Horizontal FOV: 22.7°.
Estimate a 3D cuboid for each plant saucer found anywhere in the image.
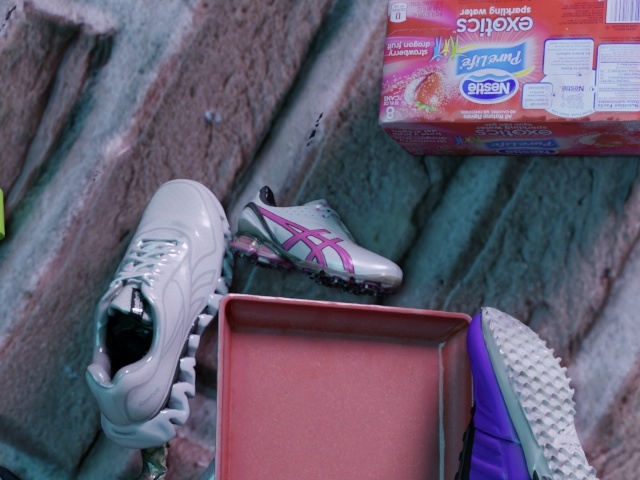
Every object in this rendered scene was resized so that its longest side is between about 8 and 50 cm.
[{"bbox_3d":[0.020,0.189,1.473,0.258,0.047,0.259,6,75,-21],"label":"plant saucer"}]

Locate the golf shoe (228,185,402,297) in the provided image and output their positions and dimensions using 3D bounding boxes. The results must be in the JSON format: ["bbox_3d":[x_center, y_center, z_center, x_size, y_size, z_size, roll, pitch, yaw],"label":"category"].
[{"bbox_3d":[0.000,0.000,1.577,0.186,0.067,0.086,18,82,22],"label":"golf shoe"}]

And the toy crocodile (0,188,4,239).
[{"bbox_3d":[-0.508,-0.003,1.713,0.340,0.105,0.115,-11,59,-7],"label":"toy crocodile"}]

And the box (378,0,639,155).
[{"bbox_3d":[0.194,-0.154,1.517,0.256,0.122,0.128,1,77,19],"label":"box"}]

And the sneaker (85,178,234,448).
[{"bbox_3d":[-0.161,0.053,1.570,0.110,0.118,0.292,-3,56,19],"label":"sneaker"}]

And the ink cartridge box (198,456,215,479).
[{"bbox_3d":[-0.043,0.213,1.526,0.099,0.056,0.135,36,90,-10],"label":"ink cartridge box"}]

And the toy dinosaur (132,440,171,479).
[{"bbox_3d":[-0.166,0.303,1.566,0.118,0.064,0.268,15,85,39],"label":"toy dinosaur"}]

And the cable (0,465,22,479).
[{"bbox_3d":[-0.320,0.323,1.617,0.184,0.047,0.151,33,89,25],"label":"cable"}]

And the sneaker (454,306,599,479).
[{"bbox_3d":[0.162,0.201,1.442,0.146,0.102,0.293,-38,48,28],"label":"sneaker"}]
